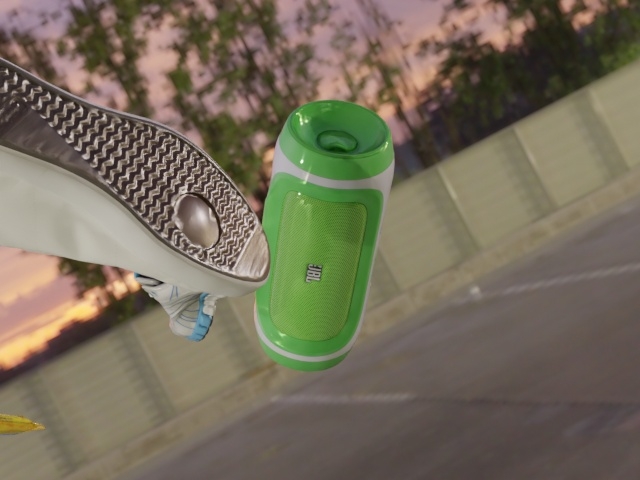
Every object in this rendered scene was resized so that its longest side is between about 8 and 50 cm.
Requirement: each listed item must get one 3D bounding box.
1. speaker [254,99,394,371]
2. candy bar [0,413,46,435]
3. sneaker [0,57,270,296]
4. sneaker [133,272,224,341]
[{"bbox_3d":[0.000,0.000,1.355,0.131,0.131,0.296,-27,-39,-37],"label":"speaker"},{"bbox_3d":[-0.270,0.141,0.967,0.040,0.018,0.161,-3,-10,17],"label":"candy bar"},{"bbox_3d":[-0.172,-0.032,0.897,0.123,0.290,0.106,-34,37,40],"label":"sneaker"},{"bbox_3d":[-0.131,0.037,1.145,0.083,0.071,0.190,6,-26,-13],"label":"sneaker"}]
